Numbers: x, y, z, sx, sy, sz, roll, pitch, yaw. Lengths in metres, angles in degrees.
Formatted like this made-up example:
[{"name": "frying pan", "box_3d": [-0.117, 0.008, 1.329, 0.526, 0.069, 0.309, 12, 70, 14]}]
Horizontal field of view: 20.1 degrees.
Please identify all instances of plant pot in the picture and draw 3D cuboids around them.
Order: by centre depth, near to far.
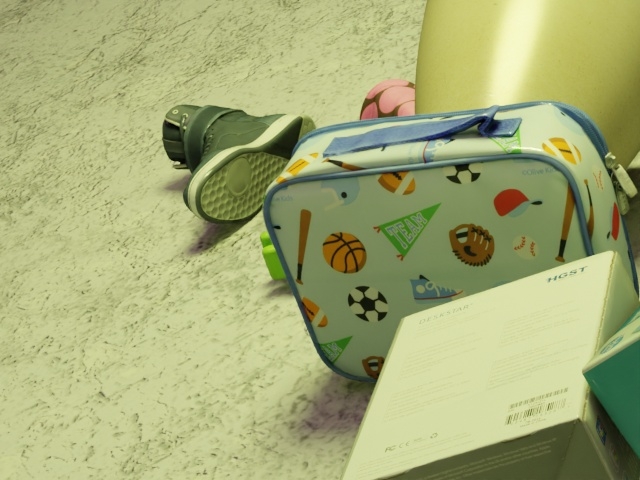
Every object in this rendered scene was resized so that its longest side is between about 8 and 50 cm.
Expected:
[{"name": "plant pot", "box_3d": [0.189, -0.114, 1.644, 0.256, 0.256, 0.274, -6, 38, 25]}]

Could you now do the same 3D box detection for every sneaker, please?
[{"name": "sneaker", "box_3d": [-0.128, -0.087, 2.010, 0.163, 0.086, 0.226, 10, 26, 28]}]

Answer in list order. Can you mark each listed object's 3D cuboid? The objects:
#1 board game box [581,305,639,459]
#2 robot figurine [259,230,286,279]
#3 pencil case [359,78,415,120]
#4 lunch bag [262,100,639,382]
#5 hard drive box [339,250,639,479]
[{"name": "board game box", "box_3d": [0.353, -0.002, 1.175, 0.336, 0.079, 0.254, -36, -2, 26]}, {"name": "robot figurine", "box_3d": [0.000, 0.000, 1.786, 0.115, 0.067, 0.101, -16, 35, 4]}, {"name": "pencil case", "box_3d": [0.106, -0.093, 1.881, 0.095, 0.098, 0.209, 22, 14, -21]}, {"name": "lunch bag", "box_3d": [0.114, 0.000, 1.503, 0.303, 0.243, 0.115, -6, 28, 27]}, {"name": "hard drive box", "box_3d": [0.130, 0.119, 1.258, 0.181, 0.089, 0.232, -19, 21, 24]}]
